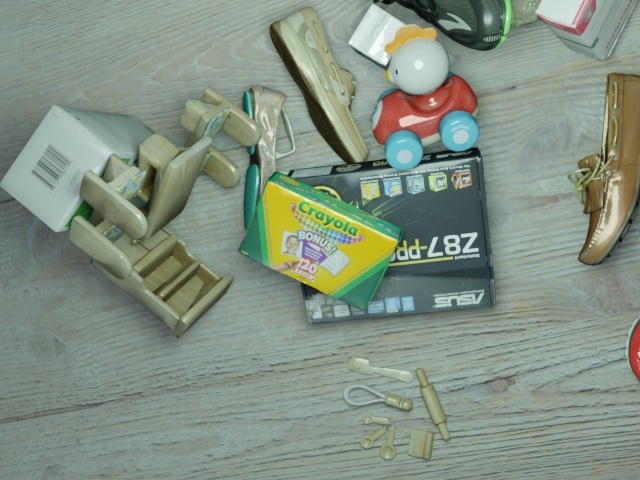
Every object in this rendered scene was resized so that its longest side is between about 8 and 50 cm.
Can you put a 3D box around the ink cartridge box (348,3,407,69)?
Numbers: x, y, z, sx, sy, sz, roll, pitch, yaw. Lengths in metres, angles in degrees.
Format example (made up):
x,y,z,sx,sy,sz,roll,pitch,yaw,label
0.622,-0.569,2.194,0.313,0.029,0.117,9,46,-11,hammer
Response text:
x,y,z,sx,sy,sz,roll,pitch,yaw,label
0.122,-0.403,1.720,0.090,0.143,0.092,33,100,5,ink cartridge box

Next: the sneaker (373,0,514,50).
x,y,z,sx,sy,sz,roll,pitch,yaw,label
0.155,-0.493,1.628,0.202,0.185,0.483,-34,60,-30,sneaker

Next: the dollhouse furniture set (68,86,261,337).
x,y,z,sx,sy,sz,roll,pitch,yaw,label
-0.280,-0.029,1.706,0.256,0.362,0.394,38,137,5,dollhouse furniture set

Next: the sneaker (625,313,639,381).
x,y,z,sx,sy,sz,roll,pitch,yaw,label
0.685,0.158,1.686,0.107,0.118,0.278,20,97,9,sneaker

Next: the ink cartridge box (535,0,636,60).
x,y,z,sx,sy,sz,roll,pitch,yaw,label
0.506,-0.449,1.610,0.092,0.218,0.158,31,100,33,ink cartridge box

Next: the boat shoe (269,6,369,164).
x,y,z,sx,sy,sz,roll,pitch,yaw,label
0.023,-0.312,1.757,0.110,0.122,0.341,-31,102,-12,boat shoe

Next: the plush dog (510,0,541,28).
x,y,z,sx,sy,sz,roll,pitch,yaw,label
0.375,-0.525,1.661,0.263,0.210,0.225,-29,113,10,plush dog

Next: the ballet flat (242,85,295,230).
x,y,z,sx,sy,sz,roll,pitch,yaw,label
-0.105,-0.166,1.806,0.106,0.107,0.315,-1,97,-18,ballet flat

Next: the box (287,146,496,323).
x,y,z,sx,sy,sz,roll,pitch,yaw,label
0.144,-0.007,1.747,0.395,0.097,0.318,-5,110,10,box

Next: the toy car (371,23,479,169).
x,y,z,sx,sy,sz,roll,pitch,yaw,label
0.175,-0.301,1.638,0.210,0.219,0.238,-18,124,11,toy car

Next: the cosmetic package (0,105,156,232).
x,y,z,sx,sy,sz,roll,pitch,yaw,label
-0.448,-0.146,1.726,0.155,0.365,0.197,39,102,6,cosmetic package

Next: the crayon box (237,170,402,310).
x,y,z,sx,sy,sz,roll,pitch,yaw,label
0.000,0.000,1.678,0.279,0.081,0.165,25,111,1,crayon box

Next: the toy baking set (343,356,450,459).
x,y,z,sx,sy,sz,roll,pitch,yaw,label
0.159,0.358,1.837,0.197,0.030,0.256,-18,92,11,toy baking set

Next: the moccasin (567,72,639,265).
x,y,z,sx,sy,sz,roll,pitch,yaw,label
0.558,-0.139,1.672,0.147,0.139,0.379,14,97,9,moccasin
